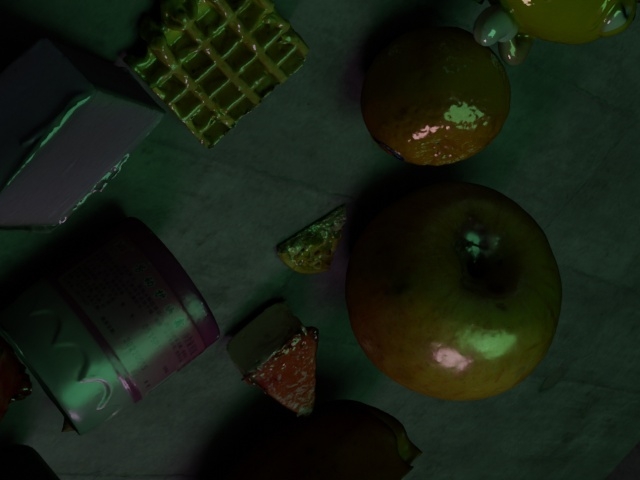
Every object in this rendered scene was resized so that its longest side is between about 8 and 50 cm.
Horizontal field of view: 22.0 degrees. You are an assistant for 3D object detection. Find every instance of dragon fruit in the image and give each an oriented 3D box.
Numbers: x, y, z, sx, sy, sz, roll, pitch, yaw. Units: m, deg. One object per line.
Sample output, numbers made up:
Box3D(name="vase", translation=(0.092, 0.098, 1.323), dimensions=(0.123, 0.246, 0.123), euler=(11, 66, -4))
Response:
Box3D(name="dragon fruit", translation=(-0.385, 0.143, 1.767), dimensions=(0.136, 0.133, 0.166), euler=(-14, 167, 43))

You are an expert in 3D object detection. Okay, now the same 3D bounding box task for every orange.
Box3D(name="orange", translation=(0.136, -0.170, 1.946), dimensions=(0.177, 0.177, 0.155), euler=(69, 29, -59))

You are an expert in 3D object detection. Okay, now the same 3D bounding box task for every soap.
Box3D(name="soap", translation=(-0.260, -0.093, 1.556), dimensions=(0.181, 0.081, 0.259), euler=(-46, 173, 7))

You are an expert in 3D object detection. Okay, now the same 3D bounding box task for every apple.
Box3D(name="apple", translation=(-0.011, 0.400, 2.382), dimensions=(0.365, 0.329, 0.295), euler=(-47, 128, 9))
Box3D(name="apple", translation=(0.173, 0.074, 2.207), dimensions=(0.299, 0.299, 0.275), euler=(-25, 174, -29))

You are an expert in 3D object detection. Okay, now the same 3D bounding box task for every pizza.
Box3D(name="pizza", translation=(0.000, 0.000, 2.146), dimensions=(0.108, 0.026, 0.123), euler=(-52, 149, 12))

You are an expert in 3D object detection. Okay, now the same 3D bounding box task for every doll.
Box3D(name="doll", translation=(0.256, -0.363, 1.861), dimensions=(0.423, 0.161, 0.348), euler=(-25, 133, -38))

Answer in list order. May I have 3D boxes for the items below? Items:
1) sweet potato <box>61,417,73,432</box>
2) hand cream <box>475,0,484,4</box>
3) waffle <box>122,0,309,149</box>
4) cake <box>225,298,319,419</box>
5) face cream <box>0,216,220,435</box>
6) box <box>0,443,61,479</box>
Box3D(name="sweet potato", translation=(-0.245, 0.164, 2.034), dimensions=(0.206, 0.060, 0.068), euler=(-38, -172, -12))
Box3D(name="hand cream", translation=(0.170, -0.303, 1.959), dimensions=(0.122, 0.023, 0.036), euler=(-3, 129, -54))
Box3D(name="waffle", translation=(-0.111, -0.202, 1.712), dimensions=(0.160, 0.055, 0.211), euler=(-42, 150, 0))
Box3D(name="cake", translation=(-0.039, 0.158, 2.243), dimensions=(0.117, 0.086, 0.220), euler=(-42, 150, 3))
Box3D(name="face cream", translation=(-0.236, 0.095, 1.826), dimensions=(0.195, 0.175, 0.175), euler=(-37, 150, -14))
Box3D(name="box", translation=(-0.408, 0.425, 1.853), dimensions=(0.367, 0.373, 0.090), euler=(-34, 130, -17))
